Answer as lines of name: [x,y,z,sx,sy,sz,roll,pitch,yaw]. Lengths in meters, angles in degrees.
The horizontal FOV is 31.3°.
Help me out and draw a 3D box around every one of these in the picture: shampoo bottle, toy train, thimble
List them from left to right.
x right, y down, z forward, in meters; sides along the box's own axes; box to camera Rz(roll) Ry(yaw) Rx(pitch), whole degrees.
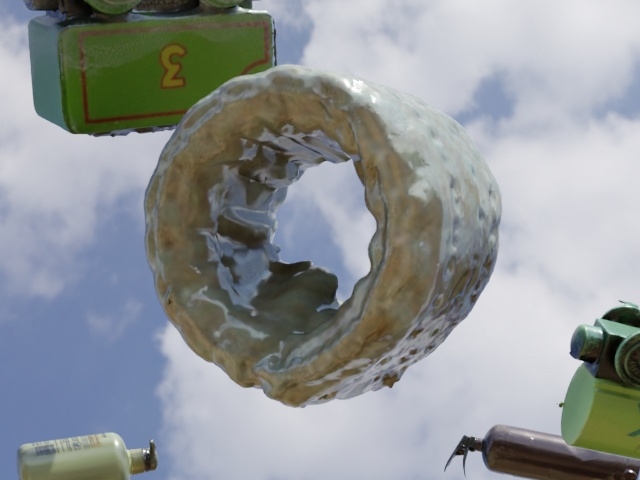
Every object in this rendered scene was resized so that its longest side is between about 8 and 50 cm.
shampoo bottle: [-0.272,0.269,1.343,0.162,0.079,0.079,-5,-52,-19]
toy train: [-0.193,-0.251,1.320,0.307,0.173,0.249,-10,-72,-28]
thimble: [0.000,0.000,1.002,0.291,0.291,0.195,-36,-17,22]
toy train: [0.358,0.162,1.131,0.253,0.105,0.157,13,-75,-9]

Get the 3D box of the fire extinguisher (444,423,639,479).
fire extinguisher: [0.315,0.316,1.619,0.267,0.089,0.072,9,-26,15]
